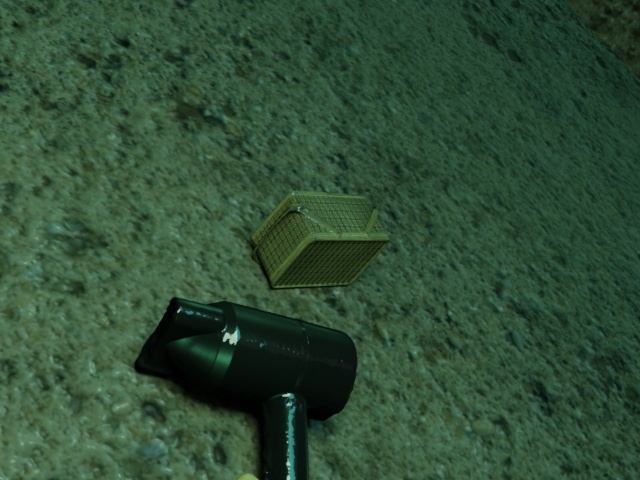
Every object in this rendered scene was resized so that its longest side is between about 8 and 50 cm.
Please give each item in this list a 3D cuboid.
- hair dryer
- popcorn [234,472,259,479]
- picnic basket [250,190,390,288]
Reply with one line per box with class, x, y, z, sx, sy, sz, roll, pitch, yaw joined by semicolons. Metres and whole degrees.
hair dryer;-0.081;0.214;1.446;0.244;0.116;0.303;15;51;-27
popcorn;-0.058;0.333;1.287;0.180;0.180;0.170;18;7;-28
picnic basket;0.000;0.000;1.709;0.164;0.115;0.079;0;52;-42
